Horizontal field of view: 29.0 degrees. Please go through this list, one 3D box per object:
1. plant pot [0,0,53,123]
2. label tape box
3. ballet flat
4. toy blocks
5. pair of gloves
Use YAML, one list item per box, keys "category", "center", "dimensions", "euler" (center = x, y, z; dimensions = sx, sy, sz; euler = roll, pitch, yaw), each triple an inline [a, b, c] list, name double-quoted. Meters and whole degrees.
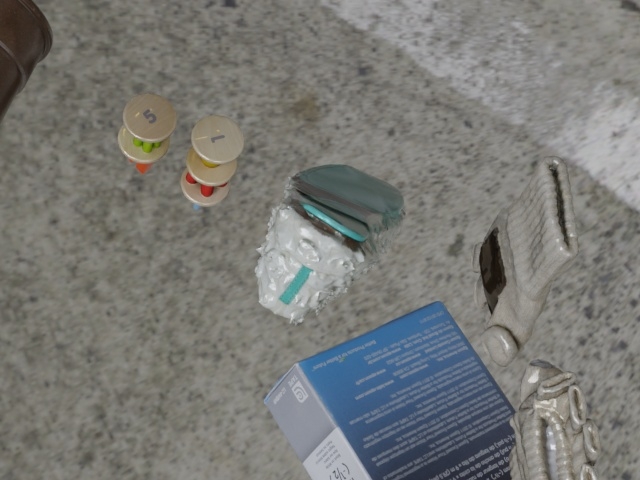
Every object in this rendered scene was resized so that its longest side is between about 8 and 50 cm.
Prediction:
- category: "plant pot"
  center: [-0.305, -0.109, 0.923]
  dimensions: [0.166, 0.167, 0.165]
  euler: [4, 65, 24]
- category: "label tape box"
  center: [0.131, 0.270, 1.473]
  dimensions: [0.348, 0.249, 0.115]
  euler: [58, 140, 16]
- category: "ballet flat"
  center: [0.000, 0.000, 1.380]
  dimensions: [0.146, 0.409, 0.147]
  euler: [2, 99, 11]
- category: "toy blocks"
  center: [-0.147, -0.081, 1.259]
  dimensions: [0.123, 0.148, 0.054]
  euler: [18, 64, -5]
- category: "pair of gloves"
  center: [0.141, 0.085, 0.852]
  dimensions: [0.042, 0.204, 0.240]
  euler: [-2, 74, -4]
